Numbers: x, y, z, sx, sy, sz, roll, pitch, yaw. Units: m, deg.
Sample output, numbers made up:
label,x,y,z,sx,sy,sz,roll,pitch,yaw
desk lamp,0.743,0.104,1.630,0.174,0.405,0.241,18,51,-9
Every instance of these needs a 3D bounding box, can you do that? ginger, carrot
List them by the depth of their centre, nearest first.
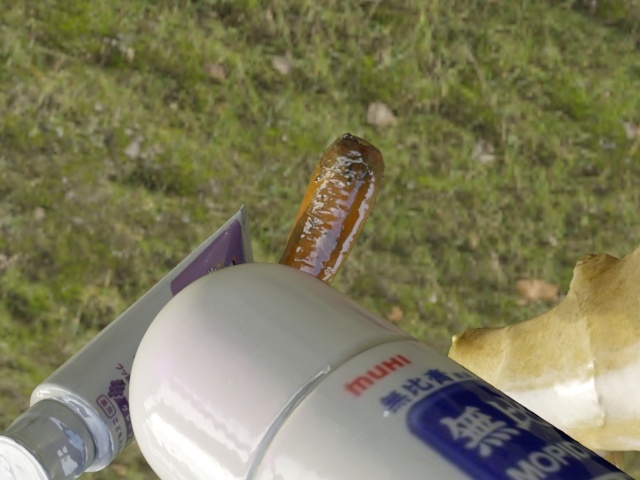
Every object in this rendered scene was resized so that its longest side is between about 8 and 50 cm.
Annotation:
label,x,y,z,sx,sy,sz,roll,pitch,yaw
ginger,0.254,0.090,0.831,0.236,0.166,0.375,51,139,3
carrot,0.000,0.000,1.047,0.060,0.060,0.186,20,102,-18

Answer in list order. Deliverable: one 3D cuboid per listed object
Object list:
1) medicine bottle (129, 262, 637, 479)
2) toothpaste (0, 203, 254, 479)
label,x,y,z,sx,sy,sz,roll,pitch,yaw
medicine bottle,0.047,0.121,0.539,0.341,0.130,0.130,32,161,38
toothpaste,-0.127,0.087,0.940,0.073,0.299,0.114,10,123,30
